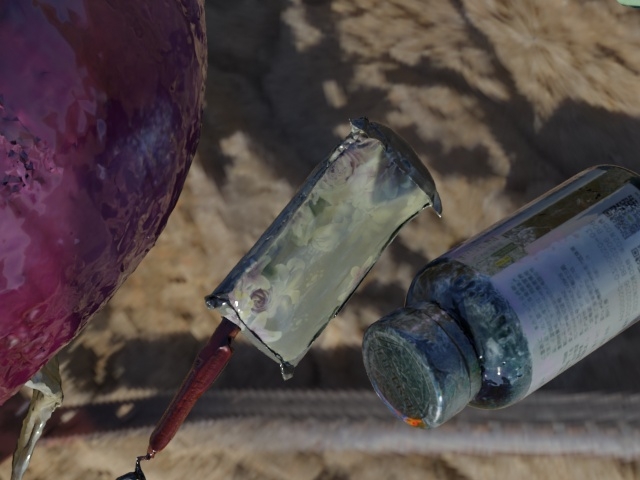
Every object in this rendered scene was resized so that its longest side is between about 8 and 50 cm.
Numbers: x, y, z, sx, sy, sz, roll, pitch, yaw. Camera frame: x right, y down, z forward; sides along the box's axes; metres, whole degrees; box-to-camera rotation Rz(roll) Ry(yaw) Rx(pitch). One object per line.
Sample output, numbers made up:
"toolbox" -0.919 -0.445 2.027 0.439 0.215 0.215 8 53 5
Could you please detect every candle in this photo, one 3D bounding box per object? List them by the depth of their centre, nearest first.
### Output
"candle" -0.116 0.139 1.472 0.026 0.021 0.167 34 79 -4

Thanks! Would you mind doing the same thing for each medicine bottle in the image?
"medicine bottle" 0.174 0.052 1.532 0.293 0.141 0.141 -30 93 -31

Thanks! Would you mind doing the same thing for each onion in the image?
"onion" -0.199 -0.056 0.786 0.358 0.345 0.358 -18 64 43

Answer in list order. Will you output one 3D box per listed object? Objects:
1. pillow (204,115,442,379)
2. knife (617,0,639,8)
"pillow" 0.000 0.000 1.722 0.255 0.169 0.059 -50 45 -1
"knife" 0.306 -0.142 1.008 0.293 0.020 0.043 7 62 32
